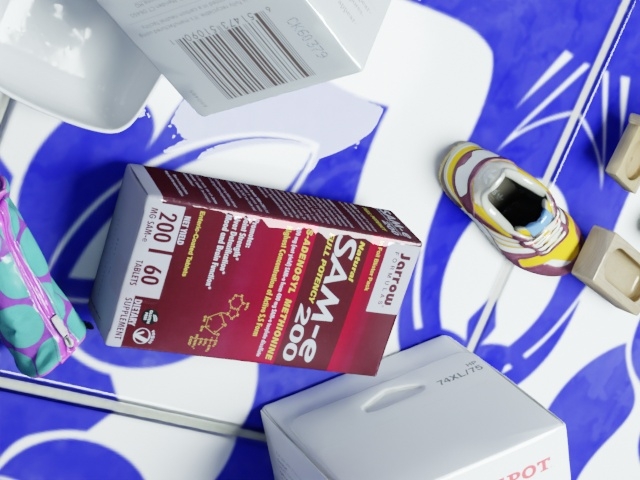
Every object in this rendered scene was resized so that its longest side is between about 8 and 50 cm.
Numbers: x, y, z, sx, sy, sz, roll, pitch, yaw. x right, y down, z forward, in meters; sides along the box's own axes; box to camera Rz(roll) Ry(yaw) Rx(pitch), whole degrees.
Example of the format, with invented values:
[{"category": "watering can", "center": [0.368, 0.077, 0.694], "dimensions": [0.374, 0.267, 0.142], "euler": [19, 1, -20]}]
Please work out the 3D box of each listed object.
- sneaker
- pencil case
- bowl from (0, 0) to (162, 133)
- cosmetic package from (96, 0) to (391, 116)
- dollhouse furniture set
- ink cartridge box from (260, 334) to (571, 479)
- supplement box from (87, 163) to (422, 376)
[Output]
[{"category": "sneaker", "center": [0.184, -0.014, 1.238], "dimensions": [0.185, 0.084, 0.070], "euler": [34, 92, -33]}, {"category": "pencil case", "center": [-0.229, 0.026, 1.048], "dimensions": [0.064, 0.070, 0.152], "euler": [-46, 126, -34]}, {"category": "bowl", "center": [-0.176, -0.160, 1.012], "dimensions": [0.142, 0.053, 0.142], "euler": [24, 97, -32]}, {"category": "cosmetic package", "center": [-0.041, -0.212, 0.959], "dimensions": [0.151, 0.151, 0.184], "euler": [48, 47, -33]}, {"category": "dollhouse furniture set", "center": [0.326, -0.005, 1.270], "dimensions": [0.144, 0.123, 0.151], "euler": [31, 84, -51]}, {"category": "ink cartridge box", "center": [0.092, 0.262, 1.234], "dimensions": [0.198, 0.197, 0.270], "euler": [-20, 117, -20]}, {"category": "supplement box", "center": [-0.052, 0.028, 1.126], "dimensions": [0.239, 0.073, 0.130], "euler": [9, 110, -26]}]
